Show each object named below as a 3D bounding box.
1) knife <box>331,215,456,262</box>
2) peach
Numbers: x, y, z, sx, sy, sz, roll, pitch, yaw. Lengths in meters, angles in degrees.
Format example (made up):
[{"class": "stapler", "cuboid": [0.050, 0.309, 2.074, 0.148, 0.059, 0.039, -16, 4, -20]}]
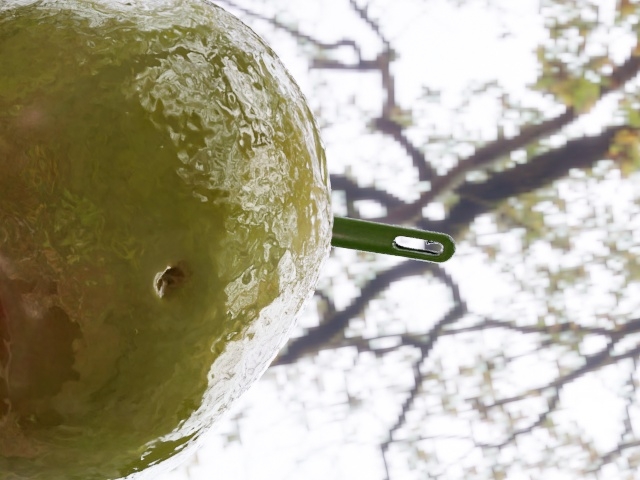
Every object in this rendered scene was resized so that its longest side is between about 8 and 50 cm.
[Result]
[{"class": "knife", "cuboid": [0.000, 0.000, 1.439, 0.212, 0.015, 0.054, 8, -76, -2]}, {"class": "peach", "cuboid": [-0.144, -0.011, 1.064, 0.281, 0.315, 0.314, 41, -41, -1]}]
